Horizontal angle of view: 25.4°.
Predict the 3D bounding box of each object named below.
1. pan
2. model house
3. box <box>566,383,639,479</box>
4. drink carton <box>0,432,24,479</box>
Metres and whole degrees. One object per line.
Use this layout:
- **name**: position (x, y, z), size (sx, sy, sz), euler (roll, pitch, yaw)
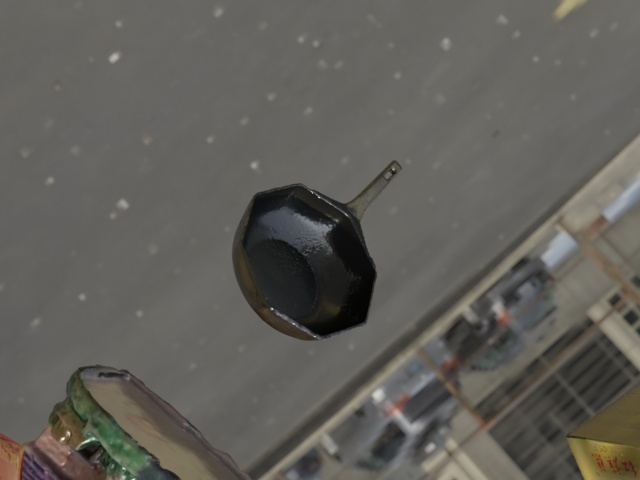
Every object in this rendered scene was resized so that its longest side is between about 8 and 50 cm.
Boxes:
- **pan**: position (0.007, 0.015, 1.156), size (0.202, 0.128, 0.048), euler (-15, 169, -44)
- **model house**: position (-0.250, 0.305, 1.641), size (0.237, 0.237, 0.202), euler (-52, 170, 8)
- **box**: position (0.416, 0.195, 1.598), size (0.240, 0.071, 0.159), euler (-29, -171, -23)
- **drink carton**: position (-0.326, 0.320, 1.151), size (0.111, 0.351, 0.154), euler (-9, 154, 12)
